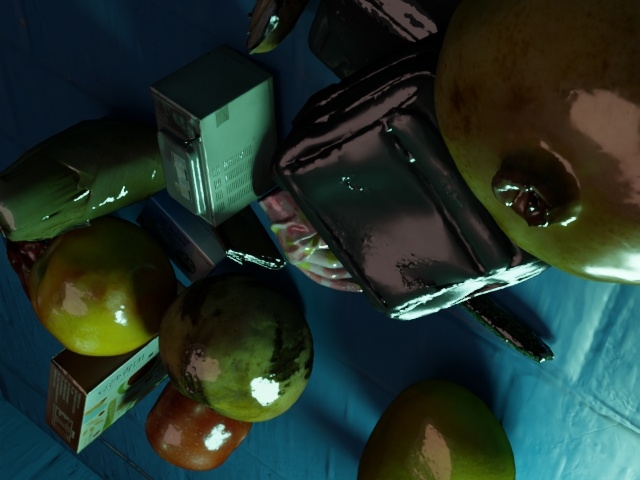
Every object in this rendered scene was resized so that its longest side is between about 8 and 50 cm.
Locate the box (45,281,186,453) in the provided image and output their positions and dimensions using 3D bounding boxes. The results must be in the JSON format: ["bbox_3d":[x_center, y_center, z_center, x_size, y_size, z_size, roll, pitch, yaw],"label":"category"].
[{"bbox_3d":[-0.474,0.293,2.482,0.122,0.344,0.385,43,148,11],"label":"box"}]

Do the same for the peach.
[{"bbox_3d":[-0.428,0.096,2.155,0.308,0.289,0.289,30,156,-27],"label":"peach"}]

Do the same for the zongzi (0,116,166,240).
[{"bbox_3d":[-0.453,-0.095,1.963,0.418,0.447,0.181,3,121,43],"label":"zongzi"}]

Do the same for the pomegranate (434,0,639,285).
[{"bbox_3d":[0.313,-0.136,1.072,0.417,0.416,0.416,30,144,25],"label":"pomegranate"}]

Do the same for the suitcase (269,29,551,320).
[{"bbox_3d":[0.145,-0.083,1.445,0.339,0.188,0.345,-24,112,32],"label":"suitcase"}]

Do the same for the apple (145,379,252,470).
[{"bbox_3d":[-0.284,0.414,2.476,0.216,0.260,0.260,38,149,-8],"label":"apple"}]

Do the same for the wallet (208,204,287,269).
[{"bbox_3d":[-0.162,-0.040,1.890,0.039,0.133,0.243,-53,45,19],"label":"wallet"}]

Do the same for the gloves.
[{"bbox_3d":[-0.007,0.006,1.839,0.241,0.126,0.145,56,145,-7],"label":"gloves"}]

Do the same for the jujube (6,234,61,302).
[{"bbox_3d":[-0.582,0.040,2.434,0.377,0.276,0.276,23,143,60],"label":"jujube"}]

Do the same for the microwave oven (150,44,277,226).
[{"bbox_3d":[-0.181,-0.174,1.782,0.145,0.194,0.240,38,148,32],"label":"microwave oven"}]

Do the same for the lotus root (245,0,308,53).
[{"bbox_3d":[-0.020,-0.385,1.448,0.078,0.167,0.329,12,153,-17],"label":"lotus root"}]

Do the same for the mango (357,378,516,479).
[{"bbox_3d":[0.214,0.428,1.939,0.300,0.232,0.445,34,138,28],"label":"mango"}]

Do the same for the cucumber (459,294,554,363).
[{"bbox_3d":[0.270,0.117,1.703,0.257,0.043,0.044,39,152,12],"label":"cucumber"}]

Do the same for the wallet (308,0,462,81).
[{"bbox_3d":[0.103,-0.305,1.453,0.247,0.041,0.323,41,142,8],"label":"wallet"}]

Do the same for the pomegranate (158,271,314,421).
[{"bbox_3d":[-0.169,0.213,2.099,0.322,0.322,0.322,30,144,25],"label":"pomegranate"}]

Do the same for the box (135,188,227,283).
[{"bbox_3d":[-0.282,-0.014,2.181,0.194,0.073,0.139,47,148,0],"label":"box"}]
